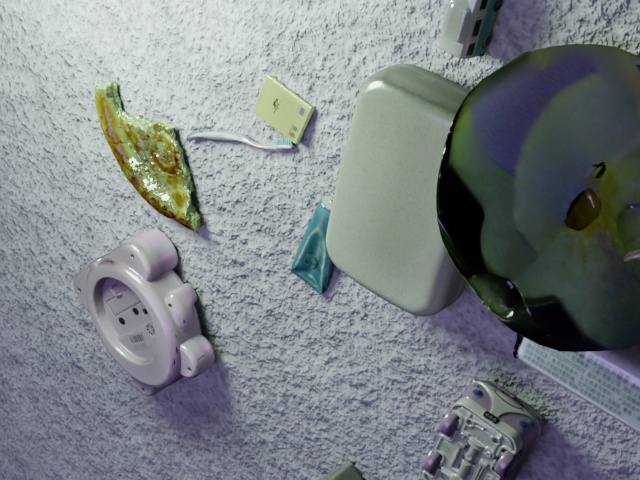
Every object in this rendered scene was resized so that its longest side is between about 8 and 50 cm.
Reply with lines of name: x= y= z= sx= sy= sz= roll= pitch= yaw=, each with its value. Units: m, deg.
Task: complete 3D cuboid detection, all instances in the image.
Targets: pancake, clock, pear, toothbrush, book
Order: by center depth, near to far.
pear: x=0.319 y=-0.048 z=1.328 sx=0.398 sy=0.399 sz=0.165 roll=63 pitch=166 yaw=-1
book: x=-0.066 y=-0.231 z=1.763 sx=0.111 sy=0.014 sz=0.077 roll=39 pitch=122 yaw=21
toothbrush: x=-0.153 y=-0.186 z=1.859 sx=0.269 sy=0.021 sz=0.027 roll=9 pitch=96 yaw=37
pancake: x=-0.344 y=-0.166 z=2.013 sx=0.376 sy=0.054 sz=0.197 roll=49 pitch=132 yaw=11
clock: x=-0.375 y=0.162 z=2.150 sx=0.295 sy=0.113 sz=0.322 roll=-28 pitch=91 yaw=44

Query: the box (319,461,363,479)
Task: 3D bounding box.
box: x=0.084 y=0.554 z=1.932 sx=0.055 sy=0.103 sz=0.243 roll=-35 pitch=84 yaw=38

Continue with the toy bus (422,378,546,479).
toy bus: x=0.268 y=0.333 z=1.643 sx=0.142 sy=0.142 sz=0.202 roll=35 pitch=129 yaw=24

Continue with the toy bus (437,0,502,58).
toy bus: x=0.214 y=-0.325 z=1.438 sx=0.060 sy=0.075 sz=0.123 roll=32 pitch=127 yaw=27

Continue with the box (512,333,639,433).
box: x=0.462 y=0.183 z=1.376 sx=0.370 sy=0.190 sz=0.112 roll=31 pitch=127 yaw=29

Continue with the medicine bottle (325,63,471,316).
medicine bottle: x=0.145 y=-0.074 z=1.579 sx=0.282 sy=0.123 sz=0.375 roll=31 pitch=126 yaw=25

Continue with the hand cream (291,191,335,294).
hand cream: x=0.000 y=0.000 z=1.801 sx=0.083 sy=0.048 sz=0.224 roll=36 pitch=134 yaw=20

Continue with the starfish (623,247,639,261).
starfish: x=0.574 y=0.098 z=1.228 sx=0.358 sy=0.078 sz=0.347 roll=-12 pitch=83 yaw=5
